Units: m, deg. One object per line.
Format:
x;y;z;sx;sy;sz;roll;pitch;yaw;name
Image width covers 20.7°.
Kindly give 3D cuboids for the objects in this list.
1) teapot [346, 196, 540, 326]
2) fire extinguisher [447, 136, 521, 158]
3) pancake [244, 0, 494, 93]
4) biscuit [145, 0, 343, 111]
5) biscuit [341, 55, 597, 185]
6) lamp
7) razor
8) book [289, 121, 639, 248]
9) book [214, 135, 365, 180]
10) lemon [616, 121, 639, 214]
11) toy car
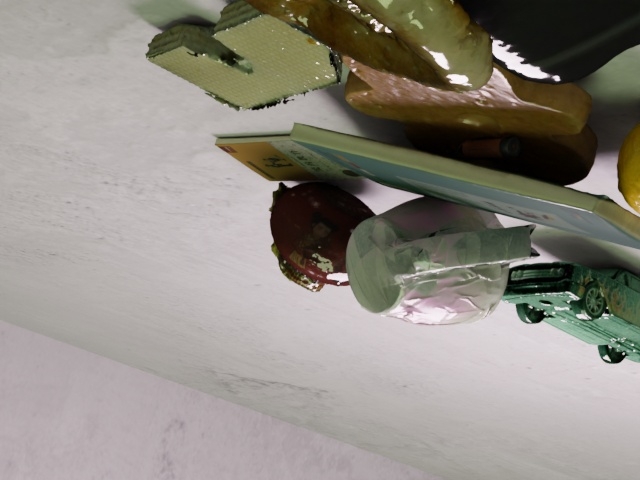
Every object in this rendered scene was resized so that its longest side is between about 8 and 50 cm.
0.137;0.036;2.111;0.178;0.163;0.221;-6;-159;-36;teapot
0.171;-0.096;1.846;0.028;0.022;0.083;-20;-166;-41;fire extinguisher
-0.018;-0.212;1.320;0.356;0.065;0.356;32;178;1;pancake
-0.066;-0.198;1.841;0.147;0.046;0.250;25;160;-30;biscuit
0.165;-0.142;1.836;0.275;0.052;0.355;6;164;33;biscuit
0.004;0.002;2.238;0.156;0.135;0.157;25;-164;-16;lamp
0.154;-0.245;1.338;0.204;0.113;0.349;-30;142;24;razor
0.183;-0.055;1.945;0.379;0.031;0.264;15;178;30;book
-0.031;-0.102;2.180;0.172;0.012;0.118;0;157;38;book
0.361;-0.080;1.782;0.114;0.114;0.155;15;152;-4;lemon
0.383;0.095;2.344;0.321;0.097;0.141;26;160;-38;toy car
